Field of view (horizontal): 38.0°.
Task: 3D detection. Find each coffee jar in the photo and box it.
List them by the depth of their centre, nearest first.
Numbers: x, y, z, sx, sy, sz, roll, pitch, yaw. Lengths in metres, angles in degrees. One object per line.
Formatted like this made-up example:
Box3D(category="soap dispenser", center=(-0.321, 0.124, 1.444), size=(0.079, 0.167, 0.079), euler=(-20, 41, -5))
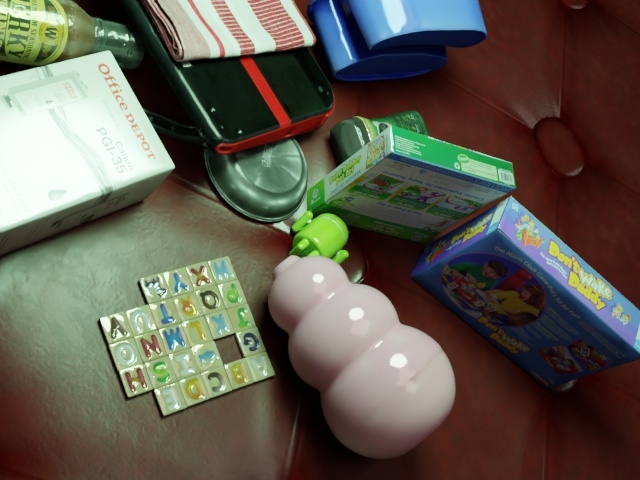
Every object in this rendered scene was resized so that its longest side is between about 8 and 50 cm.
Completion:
Box3D(category="coffee jar", center=(0.106, -0.176, 1.657), size=(0.184, 0.079, 0.096), euler=(-11, 79, -38))

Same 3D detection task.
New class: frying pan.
Box3D(category="frying pan", center=(-0.144, -0.168, 1.507), size=(0.326, 0.053, 0.197), euler=(42, 49, -14))

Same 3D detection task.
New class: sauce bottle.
Box3D(category="sauce bottle", center=(-0.422, -0.309, 1.335), size=(0.344, 0.111, 0.111), euler=(1, 68, -36))

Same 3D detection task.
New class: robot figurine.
Box3D(category="robot figurine", center=(0.000, 0.000, 1.509), size=(0.101, 0.067, 0.115), euler=(46, 50, 3))

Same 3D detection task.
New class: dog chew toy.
Box3D(category="dog chew toy", center=(0.047, 0.162, 1.392), size=(0.332, 0.206, 0.206), euler=(50, 50, 6))

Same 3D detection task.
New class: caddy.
Box3D(category="caddy", center=(0.139, -0.416, 1.693), size=(0.341, 0.241, 0.179), euler=(-10, 81, -38))

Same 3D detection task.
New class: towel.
Box3D(category="towel", center=(-0.160, -0.402, 1.495), size=(0.329, 0.037, 0.237), euler=(-20, 79, -50))

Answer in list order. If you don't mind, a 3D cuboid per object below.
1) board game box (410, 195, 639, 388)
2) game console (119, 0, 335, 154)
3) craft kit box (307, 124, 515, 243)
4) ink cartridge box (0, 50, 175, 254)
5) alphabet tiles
Box3D(category="board game box", center=(0.362, 0.102, 1.604), size=(0.347, 0.233, 0.078), euler=(40, 52, -14))
Box3D(category="game console", center=(-0.161, -0.330, 1.515), size=(0.342, 0.060, 0.387), euler=(-26, 82, -50))
Box3D(category="craft kit box", center=(0.146, -0.084, 1.534), size=(0.249, 0.246, 0.061), euler=(13, 59, -30))
Box3D(category="ink cartridge box", center=(-0.376, -0.124, 1.276), size=(0.283, 0.117, 0.207), euler=(-27, 85, -39))
Box3D(category="alphabet tiles", center=(-0.196, 0.137, 1.348), size=(0.237, 0.009, 0.198), euler=(-15, 78, -39))
